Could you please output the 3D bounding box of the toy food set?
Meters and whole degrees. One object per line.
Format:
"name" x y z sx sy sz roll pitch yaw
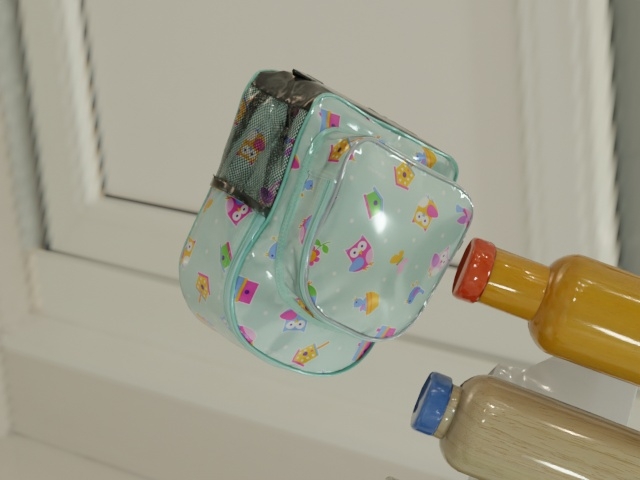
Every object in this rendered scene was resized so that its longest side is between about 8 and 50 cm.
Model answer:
"toy food set" 0.073 0.088 0.770 0.232 0.104 0.111 119 -9 -67

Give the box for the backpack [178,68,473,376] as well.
"backpack" 0.000 0.000 1.271 0.166 0.144 0.188 25 98 -43
